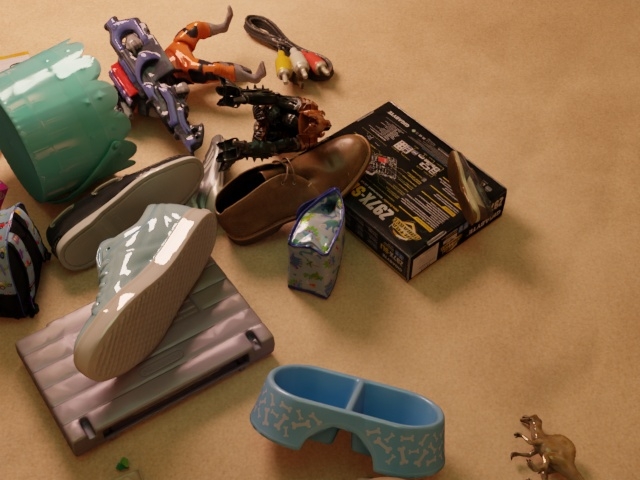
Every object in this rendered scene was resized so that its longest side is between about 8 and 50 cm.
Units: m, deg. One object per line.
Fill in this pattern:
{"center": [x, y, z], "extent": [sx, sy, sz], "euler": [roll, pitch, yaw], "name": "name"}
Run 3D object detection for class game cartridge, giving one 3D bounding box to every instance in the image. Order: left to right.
{"center": [-0.282, 0.170, 1.512], "extent": [0.355, 0.068, 0.230], "euler": [-26, 51, -23], "name": "game cartridge"}

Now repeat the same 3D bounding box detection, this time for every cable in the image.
{"center": [-0.065, -0.421, 2.016], "extent": [0.140, 0.072, 0.287], "euler": [-13, 51, -20], "name": "cable"}

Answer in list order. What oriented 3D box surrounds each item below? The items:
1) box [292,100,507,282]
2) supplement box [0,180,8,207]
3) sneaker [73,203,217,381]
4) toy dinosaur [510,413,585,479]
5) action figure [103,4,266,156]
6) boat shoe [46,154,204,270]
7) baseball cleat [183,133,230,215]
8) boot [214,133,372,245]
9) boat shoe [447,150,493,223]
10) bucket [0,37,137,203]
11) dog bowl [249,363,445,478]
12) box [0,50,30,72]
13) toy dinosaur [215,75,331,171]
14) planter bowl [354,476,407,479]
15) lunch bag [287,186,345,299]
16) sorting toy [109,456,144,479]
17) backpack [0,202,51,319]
{"center": [0.144, -0.102, 1.748], "extent": [0.257, 0.079, 0.322], "euler": [-34, 59, -25], "name": "box"}
{"center": [-0.677, -0.104, 1.646], "extent": [0.220, 0.111, 0.114], "euler": [39, 29, 13], "name": "supplement box"}
{"center": [-0.306, 0.072, 1.486], "extent": [0.150, 0.135, 0.366], "euler": [13, 41, 19], "name": "sneaker"}
{"center": [0.349, 0.330, 1.401], "extent": [0.093, 0.053, 0.183], "euler": [-23, 54, -22], "name": "toy dinosaur"}
{"center": [-0.278, -0.302, 1.880], "extent": [0.330, 0.178, 0.341], "euler": [-22, 73, -11], "name": "action figure"}
{"center": [-0.349, -0.070, 1.658], "extent": [0.303, 0.114, 0.091], "euler": [-33, 49, -16], "name": "boat shoe"}
{"center": [-0.222, -0.123, 1.756], "extent": [0.110, 0.072, 0.205], "euler": [-6, 46, 2], "name": "baseball cleat"}
{"center": [-0.047, -0.105, 1.652], "extent": [0.305, 0.115, 0.112], "euler": [-32, 58, -1], "name": "boot"}
{"center": [0.266, -0.095, 1.667], "extent": [0.049, 0.056, 0.152], "euler": [-5, 60, -14], "name": "boat shoe"}
{"center": [-0.479, -0.210, 1.696], "extent": [0.183, 0.281, 0.281], "euler": [-30, 57, -23], "name": "bucket"}
{"center": [0.045, 0.259, 1.383], "extent": [0.297, 0.074, 0.166], "euler": [13, 15, 10], "name": "dog bowl"}
{"center": [-0.635, -0.337, 1.951], "extent": [0.081, 0.028, 0.136], "euler": [-15, 54, -15], "name": "box"}
{"center": [-0.072, -0.219, 1.695], "extent": [0.219, 0.322, 0.164], "euler": [-1, 74, -21], "name": "toy dinosaur"}
{"center": [0.081, 0.391, 1.286], "extent": [0.162, 0.162, 0.109], "euler": [-27, 30, -23], "name": "planter bowl"}
{"center": [0.000, 0.000, 1.621], "extent": [0.096, 0.128, 0.151], "euler": [18, 52, 12], "name": "lunch bag"}
{"center": [-0.292, 0.359, 1.377], "extent": [0.062, 0.012, 0.083], "euler": [-20, 53, -18], "name": "sorting toy"}
{"center": [-0.526, 0.027, 1.548], "extent": [0.117, 0.173, 0.158], "euler": [1, 50, -1], "name": "backpack"}
